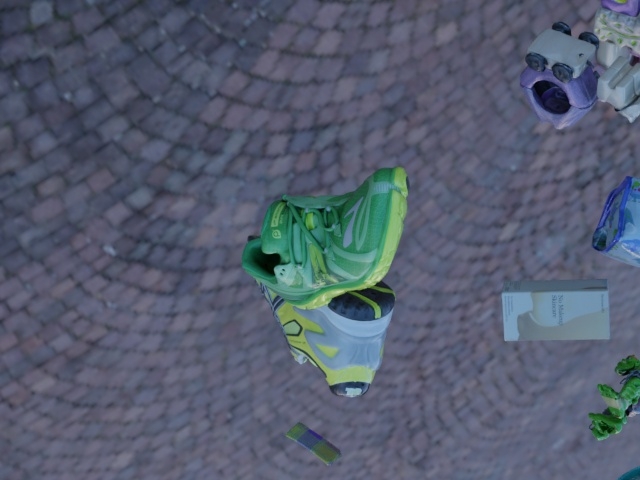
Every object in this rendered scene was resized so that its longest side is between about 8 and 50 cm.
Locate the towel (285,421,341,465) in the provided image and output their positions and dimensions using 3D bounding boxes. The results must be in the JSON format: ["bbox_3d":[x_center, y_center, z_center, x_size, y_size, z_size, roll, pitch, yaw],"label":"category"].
[{"bbox_3d":[-0.009,0.305,1.962,0.009,0.083,0.060,-60,168,18],"label":"towel"}]

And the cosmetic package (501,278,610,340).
[{"bbox_3d":[0.257,0.076,1.433,0.041,0.115,0.060,-56,141,-69],"label":"cosmetic package"}]

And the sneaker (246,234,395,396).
[{"bbox_3d":[-0.020,0.088,1.782,0.145,0.385,0.147,3,105,-17],"label":"sneaker"}]

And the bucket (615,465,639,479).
[{"bbox_3d":[0.495,0.393,1.667,0.281,0.281,0.183,-11,162,-39],"label":"bucket"}]

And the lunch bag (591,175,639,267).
[{"bbox_3d":[0.383,-0.006,1.481,0.151,0.128,0.096,91,15,-73],"label":"lunch bag"}]

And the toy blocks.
[{"bbox_3d":[0.403,-0.146,1.417,0.309,0.288,0.260,-47,151,-31],"label":"toy blocks"}]

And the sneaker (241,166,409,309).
[{"bbox_3d":[0.000,0.000,1.455,0.123,0.109,0.295,22,149,-21],"label":"sneaker"}]

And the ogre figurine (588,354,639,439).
[{"bbox_3d":[0.496,0.245,2.087,0.118,0.097,0.197,-36,139,-24],"label":"ogre figurine"}]
